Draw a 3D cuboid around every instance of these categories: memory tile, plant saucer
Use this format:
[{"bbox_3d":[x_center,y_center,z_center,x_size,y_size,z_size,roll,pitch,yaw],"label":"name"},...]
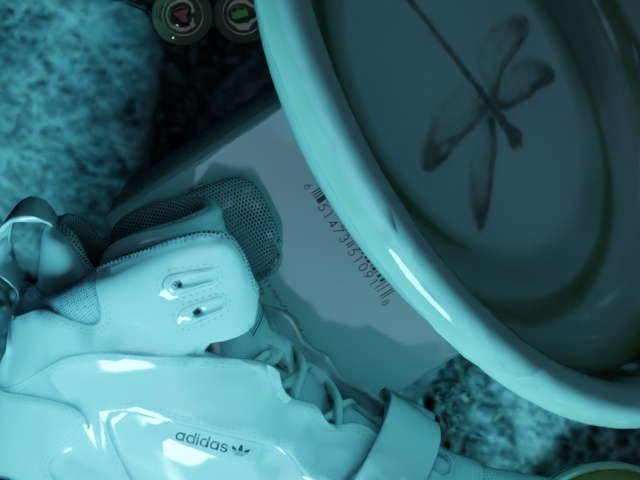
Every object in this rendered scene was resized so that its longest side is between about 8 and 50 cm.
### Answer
[{"bbox_3d":[-0.048,-0.193,0.888,0.113,0.012,0.148,-1,101,-1],"label":"memory tile"},{"bbox_3d":[0.091,-0.089,0.774,0.100,0.400,0.400,-24,103,41],"label":"plant saucer"}]

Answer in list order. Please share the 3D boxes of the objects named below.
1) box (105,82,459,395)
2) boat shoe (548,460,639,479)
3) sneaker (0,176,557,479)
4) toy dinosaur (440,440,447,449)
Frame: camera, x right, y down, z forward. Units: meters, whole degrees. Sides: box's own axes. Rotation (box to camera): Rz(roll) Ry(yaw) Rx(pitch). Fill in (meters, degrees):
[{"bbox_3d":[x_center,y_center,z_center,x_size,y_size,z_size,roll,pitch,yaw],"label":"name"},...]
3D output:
[{"bbox_3d":[0.000,0.000,0.871,0.182,0.119,0.181,-33,100,6],"label":"box"},{"bbox_3d":[0.287,0.364,0.932,0.187,0.156,0.500,-34,101,3],"label":"boat shoe"},{"bbox_3d":[-0.006,0.088,0.757,0.366,0.137,0.210,6,106,3],"label":"sneaker"},{"bbox_3d":[0.006,0.257,0.881,0.121,0.313,0.160,-10,127,27],"label":"toy dinosaur"}]
